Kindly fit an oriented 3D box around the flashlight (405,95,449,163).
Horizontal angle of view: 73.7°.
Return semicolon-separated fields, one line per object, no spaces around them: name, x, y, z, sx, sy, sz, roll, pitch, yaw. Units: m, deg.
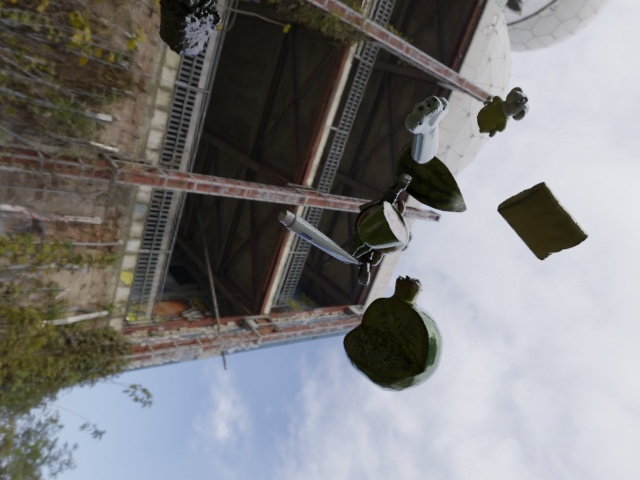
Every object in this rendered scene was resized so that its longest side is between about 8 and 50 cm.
flashlight;0.221;-0.230;0.904;0.093;0.200;0.047;-33;-112;-1

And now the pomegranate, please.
pomegranate;0.122;0.146;0.654;0.143;0.122;0.169;4;-120;53

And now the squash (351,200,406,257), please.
squash;0.117;-0.017;0.971;0.132;0.105;0.105;-27;-111;30

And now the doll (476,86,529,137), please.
doll;0.483;-0.340;1.137;0.162;0.062;0.106;159;-76;-66

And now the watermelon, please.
watermelon;0.326;-0.196;1.375;0.128;0.159;0.303;-40;-118;2

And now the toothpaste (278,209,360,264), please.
toothpaste;0.000;0.000;0.875;0.052;0.218;0.033;3;-114;49

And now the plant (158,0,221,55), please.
plant;-0.335;-0.581;1.089;0.132;0.129;0.194;52;-43;13

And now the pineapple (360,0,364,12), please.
pineapple;0.186;-0.662;0.895;0.364;0.165;0.166;-29;-114;22

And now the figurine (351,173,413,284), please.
figurine;0.190;-0.036;1.341;0.285;0.167;0.343;-114;-156;-81

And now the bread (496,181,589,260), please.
bread;0.539;-0.044;1.048;0.178;0.060;0.139;47;-41;-5
